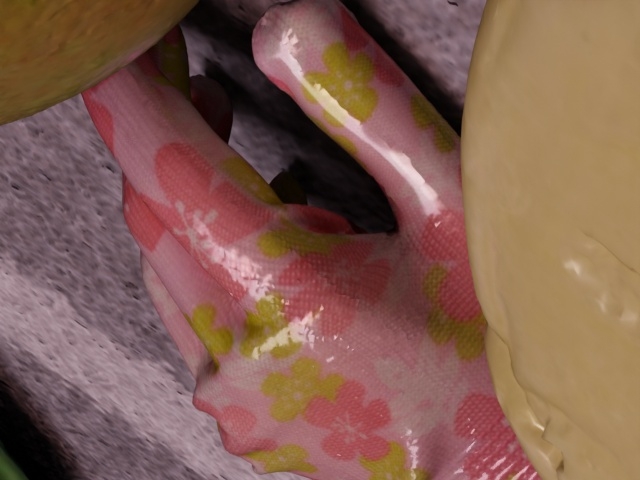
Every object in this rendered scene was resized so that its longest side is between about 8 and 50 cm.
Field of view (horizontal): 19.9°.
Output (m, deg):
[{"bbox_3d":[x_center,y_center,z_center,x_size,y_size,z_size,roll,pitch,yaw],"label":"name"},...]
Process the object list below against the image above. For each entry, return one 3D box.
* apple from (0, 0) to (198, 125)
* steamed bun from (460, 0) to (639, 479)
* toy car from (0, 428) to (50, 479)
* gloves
[{"bbox_3d":[-0.114,-0.093,0.563,0.265,0.193,0.120,2,144,46],"label":"apple"},{"bbox_3d":[0.153,-0.008,0.383,0.232,0.166,0.273,38,148,31],"label":"steamed bun"},{"bbox_3d":[-0.340,0.148,1.196,0.359,0.176,0.213,7,139,46],"label":"toy car"},{"bbox_3d":[-0.006,0.010,0.649,0.241,0.126,0.145,35,158,-8],"label":"gloves"}]
